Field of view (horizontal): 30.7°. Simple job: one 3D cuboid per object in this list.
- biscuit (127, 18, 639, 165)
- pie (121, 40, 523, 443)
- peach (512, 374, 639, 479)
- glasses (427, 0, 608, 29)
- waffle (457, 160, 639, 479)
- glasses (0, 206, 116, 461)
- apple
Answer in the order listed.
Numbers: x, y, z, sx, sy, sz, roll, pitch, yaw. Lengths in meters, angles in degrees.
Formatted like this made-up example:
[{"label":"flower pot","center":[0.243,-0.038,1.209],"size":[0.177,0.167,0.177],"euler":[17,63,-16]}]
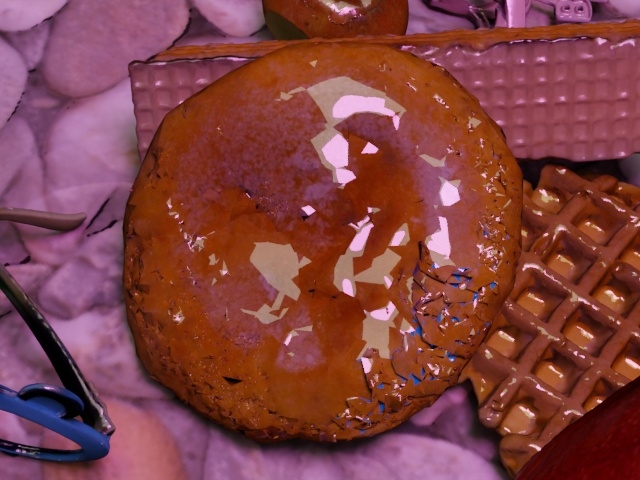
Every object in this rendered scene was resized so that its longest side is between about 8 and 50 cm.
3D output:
[{"label":"biscuit","center":[0.065,-0.094,0.798],"size":[0.378,0.094,0.054],"euler":[-4,21,-1]},{"label":"pie","center":[-0.001,0.000,0.731],"size":[0.273,0.069,0.273],"euler":[-1,85,8]},{"label":"peach","center":[0.188,0.194,0.586],"size":[0.245,0.248,0.275],"euler":[-11,67,30]},{"label":"glasses","center":[0.164,-0.190,0.888],"size":[0.162,0.095,0.255],"euler":[3,63,-10]},{"label":"waffle","center":[0.199,0.057,0.772],"size":[0.249,0.056,0.253],"euler":[7,59,-3]},{"label":"glasses","center":[-0.226,0.044,0.713],"size":[0.239,0.102,0.207],"euler":[25,26,-10]},{"label":"apple","center":[0.013,-0.174,0.858],"size":[0.114,0.102,0.099],"euler":[40,76,7]}]
